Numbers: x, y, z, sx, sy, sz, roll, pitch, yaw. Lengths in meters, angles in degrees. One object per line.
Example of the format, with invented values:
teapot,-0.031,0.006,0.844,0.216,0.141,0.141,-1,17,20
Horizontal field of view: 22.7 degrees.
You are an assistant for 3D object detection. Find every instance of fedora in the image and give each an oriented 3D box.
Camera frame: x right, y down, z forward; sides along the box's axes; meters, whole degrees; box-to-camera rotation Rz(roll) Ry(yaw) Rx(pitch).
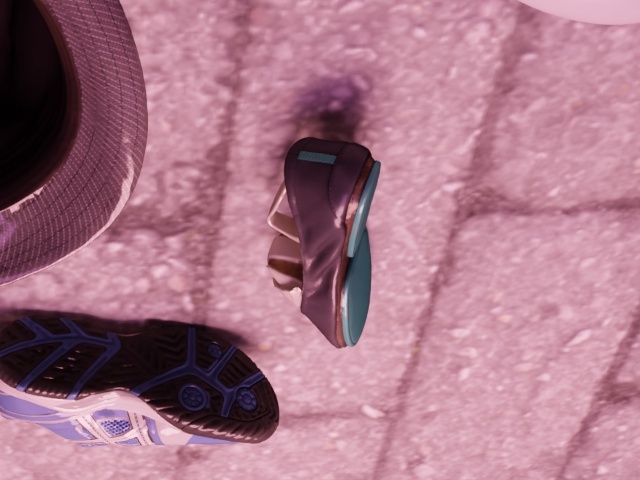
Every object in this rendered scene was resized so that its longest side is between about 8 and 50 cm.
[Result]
fedora,-0.215,-0.109,0.786,0.244,0.124,0.275,-25,131,14

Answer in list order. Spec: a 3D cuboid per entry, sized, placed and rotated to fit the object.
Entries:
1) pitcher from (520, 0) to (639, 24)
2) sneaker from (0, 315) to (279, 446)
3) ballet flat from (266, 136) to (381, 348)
pitcher,0.110,-0.195,0.754,0.207,0.125,0.178,16,143,-16
sneaker,-0.132,0.106,1.129,0.211,0.080,0.081,14,143,-14
ballet flat,0.000,0.000,1.031,0.074,0.074,0.203,-7,148,-5
